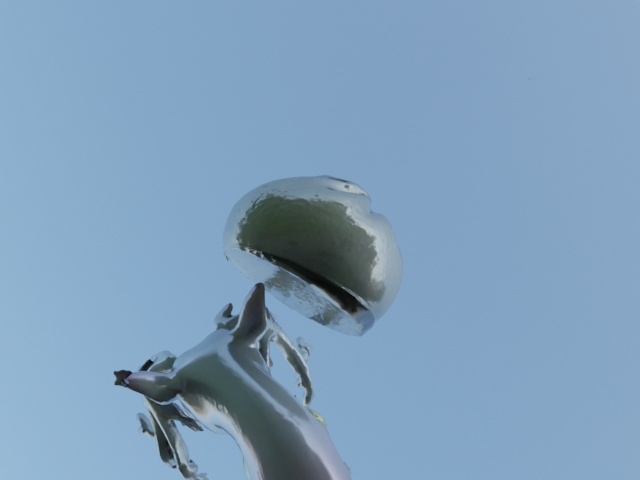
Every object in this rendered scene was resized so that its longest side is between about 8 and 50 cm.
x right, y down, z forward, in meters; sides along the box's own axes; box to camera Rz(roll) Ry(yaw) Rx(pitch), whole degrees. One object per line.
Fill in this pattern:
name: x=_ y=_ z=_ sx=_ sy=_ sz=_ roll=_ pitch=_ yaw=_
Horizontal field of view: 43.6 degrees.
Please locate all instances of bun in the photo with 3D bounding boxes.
bun: x=0.000 y=0.000 z=0.744 sx=0.173 sy=0.173 sz=0.119 roll=27 pitch=-105 yaw=8

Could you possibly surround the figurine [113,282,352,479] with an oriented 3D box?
figurine: x=-0.073 y=0.191 z=0.722 sx=0.207 sy=0.284 sz=0.315 roll=-18 pitch=-121 yaw=-7
